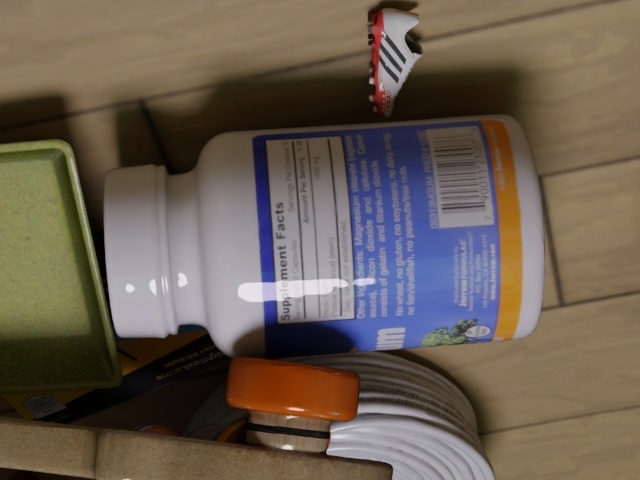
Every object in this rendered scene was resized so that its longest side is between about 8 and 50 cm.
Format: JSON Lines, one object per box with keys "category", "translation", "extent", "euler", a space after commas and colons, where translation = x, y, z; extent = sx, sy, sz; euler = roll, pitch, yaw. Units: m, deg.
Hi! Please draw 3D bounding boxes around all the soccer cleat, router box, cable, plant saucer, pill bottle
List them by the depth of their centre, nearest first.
{"category": "soccer cleat", "translation": [0.049, -0.113, 0.972], "extent": [0.036, 0.029, 0.083], "euler": [-1, 131, 3]}
{"category": "pill bottle", "translation": [0.000, 0.000, 0.988], "extent": [0.272, 0.152, 0.152], "euler": [-4, 136, -2]}
{"category": "plant saucer", "translation": [-0.237, 0.015, 1.033], "extent": [0.188, 0.045, 0.188], "euler": [-4, 117, 9]}
{"category": "router box", "translation": [-0.169, 0.065, 1.123], "extent": [0.179, 0.046, 0.133], "euler": [-22, 132, 17]}
{"category": "cable", "translation": [0.011, 0.194, 1.239], "extent": [0.257, 0.089, 0.257], "euler": [10, 133, -15]}

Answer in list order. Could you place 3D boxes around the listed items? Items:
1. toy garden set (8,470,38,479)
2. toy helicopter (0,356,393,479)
{"category": "toy garden set", "translation": [-0.235, 0.305, 1.362], "extent": [0.244, 0.049, 0.204], "euler": [24, 129, -26]}
{"category": "toy helicopter", "translation": [-0.126, 0.144, 1.028], "extent": [0.355, 0.140, 0.235], "euler": [5, 174, 10]}
